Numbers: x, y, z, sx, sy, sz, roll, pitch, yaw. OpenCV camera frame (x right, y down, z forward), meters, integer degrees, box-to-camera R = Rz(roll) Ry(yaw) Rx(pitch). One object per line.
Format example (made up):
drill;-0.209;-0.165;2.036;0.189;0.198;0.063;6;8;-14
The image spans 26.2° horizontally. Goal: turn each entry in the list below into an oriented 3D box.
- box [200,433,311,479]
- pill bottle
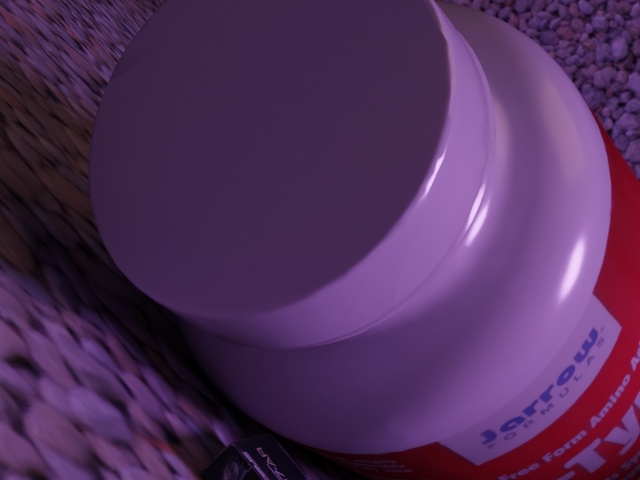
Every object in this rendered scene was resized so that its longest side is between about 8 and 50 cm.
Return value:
box;-0.008;0.119;0.572;0.083;0.018;0.067;49;6;13
pill bottle;0.064;0.018;0.733;0.229;0.229;0.407;51;8;33
